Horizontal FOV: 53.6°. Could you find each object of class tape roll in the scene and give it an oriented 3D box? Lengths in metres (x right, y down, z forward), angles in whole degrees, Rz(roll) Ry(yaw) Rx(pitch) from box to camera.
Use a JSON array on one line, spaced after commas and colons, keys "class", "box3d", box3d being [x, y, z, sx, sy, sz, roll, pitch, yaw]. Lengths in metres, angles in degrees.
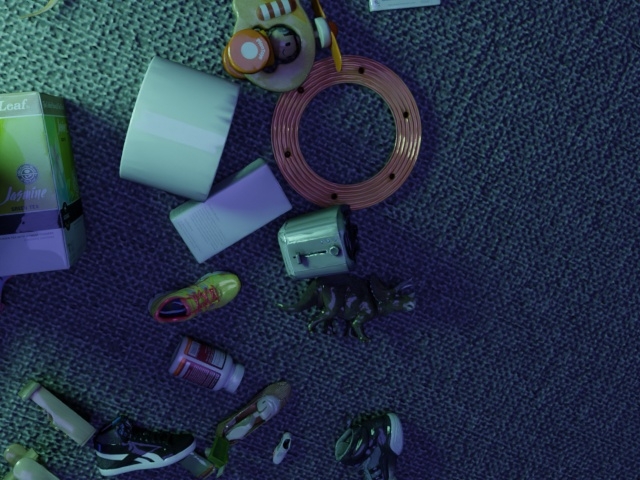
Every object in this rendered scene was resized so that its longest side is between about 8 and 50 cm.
[{"class": "tape roll", "box3d": [-0.269, -0.211, 1.220, 0.169, 0.246, 0.246, 17, 97, -14]}]

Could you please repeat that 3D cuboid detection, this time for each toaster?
[{"class": "toaster", "box3d": [0.000, 0.000, 1.340, 0.147, 0.227, 0.129, -11, 104, 9]}]

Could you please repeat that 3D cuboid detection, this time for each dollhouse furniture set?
[{"class": "dollhouse furniture set", "box3d": [-0.259, 0.501, 1.415, 0.076, 0.058, 0.152, 38, 120, -16]}, {"class": "dollhouse furniture set", "box3d": [-0.613, 0.432, 1.295, 0.161, 0.212, 0.242, 47, 63, -16]}]

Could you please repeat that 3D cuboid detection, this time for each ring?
[{"class": "ring", "box3d": [0.058, -0.232, 1.389, 0.337, 0.032, 0.336, -2, 100, -10]}]

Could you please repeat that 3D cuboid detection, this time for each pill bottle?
[{"class": "pill bottle", "box3d": [-0.249, 0.277, 1.394, 0.152, 0.086, 0.086, 27, 94, -14]}]

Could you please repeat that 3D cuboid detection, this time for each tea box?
[{"class": "tea box", "box3d": [-0.642, -0.102, 1.182, 0.329, 0.220, 0.323, -6, 102, -10]}]

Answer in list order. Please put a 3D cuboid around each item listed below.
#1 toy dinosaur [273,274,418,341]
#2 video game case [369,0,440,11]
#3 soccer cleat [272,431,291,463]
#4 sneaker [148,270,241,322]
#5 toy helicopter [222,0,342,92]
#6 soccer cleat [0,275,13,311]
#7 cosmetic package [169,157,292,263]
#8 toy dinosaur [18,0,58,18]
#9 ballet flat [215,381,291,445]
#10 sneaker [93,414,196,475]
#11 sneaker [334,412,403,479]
[{"class": "toy dinosaur", "box3d": [0.050, 0.139, 1.428, 0.314, 0.121, 0.160, 10, 86, -8]}, {"class": "video game case", "box3d": [0.175, -0.570, 1.355, 0.157, 0.019, 0.143, -9, 101, -9]}, {"class": "soccer cleat", "box3d": [-0.089, 0.490, 1.488, 0.029, 0.035, 0.083, 24, 95, -14]}, {"class": "sneaker", "box3d": [-0.266, 0.131, 1.360, 0.209, 0.094, 0.081, -22, 102, -8]}, {"class": "toy helicopter", "box3d": [-0.058, -0.474, 1.271, 0.235, 0.140, 0.354, 8, 96, -14]}, {"class": "soccer cleat", "box3d": [-0.700, 0.164, 1.295, 0.095, 0.083, 0.248, 3, 113, -49]}, {"class": "cosmetic package", "box3d": [-0.190, -0.064, 1.340, 0.231, 0.085, 0.117, -31, 112, -5]}, {"class": "toy dinosaur", "box3d": [-0.492, -0.509, 1.227, 0.112, 0.064, 0.211, 13, 88, 5]}, {"class": "ballet flat", "box3d": [-0.148, 0.402, 1.445, 0.206, 0.067, 0.073, -39, 103, -2]}, {"class": "sneaker", "box3d": [-0.393, 0.437, 1.398, 0.217, 0.079, 0.121, -13, 104, -7]}, {"class": "sneaker", "box3d": [0.108, 0.542, 1.506, 0.153, 0.101, 0.268, 4, 94, -11]}]
